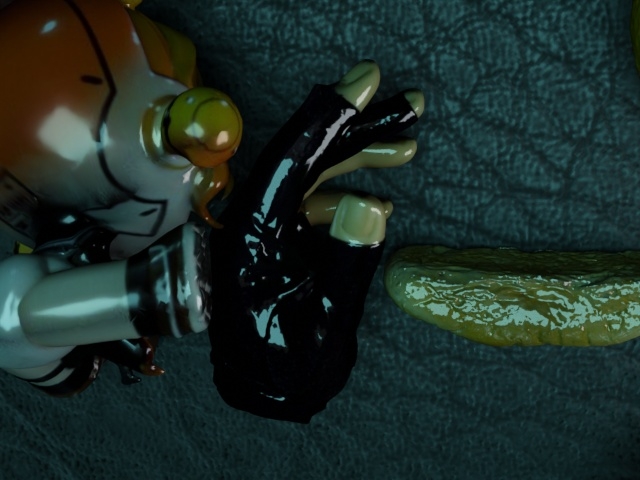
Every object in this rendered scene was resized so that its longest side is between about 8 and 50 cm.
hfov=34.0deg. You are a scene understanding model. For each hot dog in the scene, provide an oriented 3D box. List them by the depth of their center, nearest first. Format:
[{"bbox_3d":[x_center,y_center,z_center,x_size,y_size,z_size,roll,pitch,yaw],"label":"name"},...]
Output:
[{"bbox_3d":[0.173,0.049,0.865,0.243,0.084,0.073,1,102,8],"label":"hot dog"}]

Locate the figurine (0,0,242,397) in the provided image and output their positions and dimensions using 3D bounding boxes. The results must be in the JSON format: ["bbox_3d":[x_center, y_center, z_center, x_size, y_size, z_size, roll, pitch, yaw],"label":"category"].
[{"bbox_3d":[-0.186,-0.058,0.809,0.320,0.196,0.323,-30,57,45],"label":"figurine"}]

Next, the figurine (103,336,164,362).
[{"bbox_3d":[-0.199,0.083,0.940,0.140,0.075,0.068,-18,101,24],"label":"figurine"}]

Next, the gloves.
[{"bbox_3d":[-0.008,0.003,0.828,0.152,0.197,0.301,23,104,-24],"label":"gloves"}]

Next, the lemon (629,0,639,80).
[{"bbox_3d":[0.314,-0.155,0.742,0.187,0.187,0.244,-7,105,11],"label":"lemon"}]
